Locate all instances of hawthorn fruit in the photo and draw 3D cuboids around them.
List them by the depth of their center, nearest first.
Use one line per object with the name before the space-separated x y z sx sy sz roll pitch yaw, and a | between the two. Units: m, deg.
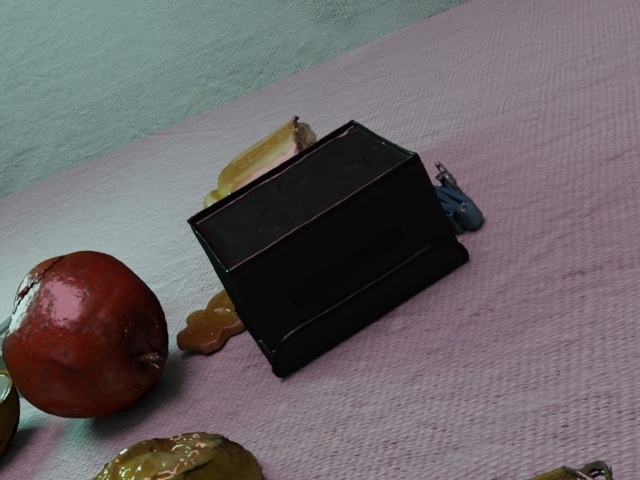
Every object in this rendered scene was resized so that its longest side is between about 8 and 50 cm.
hawthorn fruit | -0.355 0.166 1.478 0.307 0.276 0.276 17 48 36

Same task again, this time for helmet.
helmet | -0.608 0.329 1.572 0.224 0.130 0.198 -30 24 -30

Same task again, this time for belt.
belt | 0.219 -0.066 1.530 0.100 0.065 0.179 -42 26 -8

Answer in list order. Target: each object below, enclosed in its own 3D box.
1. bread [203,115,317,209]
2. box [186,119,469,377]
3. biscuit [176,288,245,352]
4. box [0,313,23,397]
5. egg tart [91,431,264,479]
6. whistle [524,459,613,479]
bread | -0.081 -0.071 1.717 0.270 0.211 0.316 -35 14 6
box | 0.001 0.001 1.427 0.345 0.205 0.251 -32 28 -8
biscuit | -0.173 0.134 1.601 0.133 0.027 0.184 -8 30 29
box | -0.519 0.186 1.782 0.225 0.117 0.225 -6 32 44
egg tart | -0.189 0.301 1.134 0.252 0.099 0.232 -1 24 18
whistle | 0.130 0.287 0.891 0.326 0.057 0.068 -24 23 12
